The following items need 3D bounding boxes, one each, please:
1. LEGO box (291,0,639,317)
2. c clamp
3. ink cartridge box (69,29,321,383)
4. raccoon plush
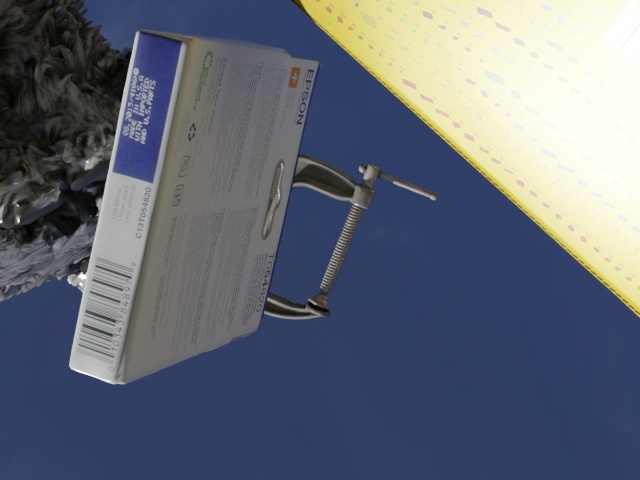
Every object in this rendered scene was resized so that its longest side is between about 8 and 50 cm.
[{"bbox_3d":[0.248,-0.165,0.759,0.500,0.193,0.372,44,-127,10],"label":"LEGO box"},{"bbox_3d":[0.000,0.000,1.047,0.137,0.161,0.022,28,-167,5],"label":"c clamp"},{"bbox_3d":[-0.080,-0.028,0.868,0.045,0.224,0.223,16,-81,18],"label":"ink cartridge box"},{"bbox_3d":[-0.274,-0.104,0.974,0.216,0.446,0.299,-34,-100,-22],"label":"raccoon plush"}]
